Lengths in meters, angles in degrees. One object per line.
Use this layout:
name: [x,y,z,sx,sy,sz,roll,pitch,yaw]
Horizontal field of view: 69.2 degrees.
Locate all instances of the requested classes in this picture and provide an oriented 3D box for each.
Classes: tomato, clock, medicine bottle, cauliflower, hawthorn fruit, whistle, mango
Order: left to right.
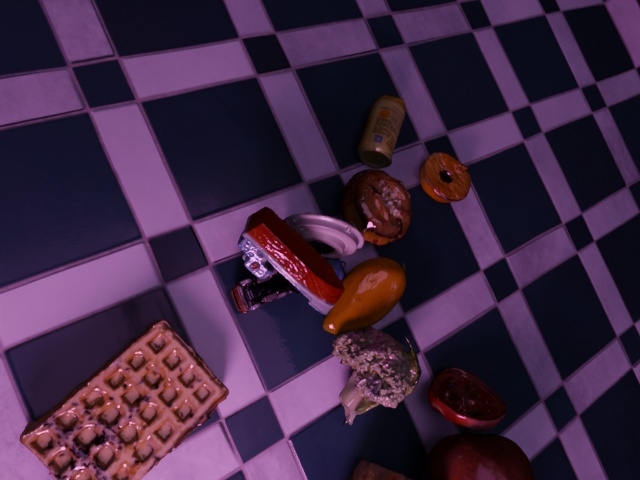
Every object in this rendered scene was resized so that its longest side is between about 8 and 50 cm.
clock: [0.000,0.000,1.272,0.236,0.236,0.053,22,63,-18]
whistle: [0.013,0.100,1.342,0.158,0.090,0.090,-30,91,-25]
mango: [0.134,0.162,1.359,0.317,0.119,0.176,-42,113,-15]
cauliflower: [0.134,0.380,1.269,0.239,0.256,0.315,36,94,-32]
medicine bottle: [0.203,-0.365,1.525,0.124,0.124,0.239,25,67,-17]
tomato: [0.423,0.488,1.386,0.228,0.228,0.101,6,112,-23]
hawthorn fruit: [0.449,0.686,1.270,0.308,0.308,0.324,-14,60,-26]

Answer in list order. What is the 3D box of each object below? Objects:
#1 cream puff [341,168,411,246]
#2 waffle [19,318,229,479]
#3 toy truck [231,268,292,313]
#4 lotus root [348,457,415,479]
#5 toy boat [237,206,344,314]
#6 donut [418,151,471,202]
cream puff: [0.163,-0.094,1.416,0.240,0.164,0.240,15,65,-35]
waffle: [-0.429,0.387,1.053,0.376,0.114,0.261,-41,96,-27]
toy truck: [-0.145,0.130,1.261,0.192,0.092,0.083,-19,86,-35]
lotus root: [0.151,0.750,1.160,0.250,0.250,0.346,26,74,-17]
toy boat: [-0.078,0.074,1.190,0.332,0.133,0.145,44,20,-20]
donut: [0.424,-0.212,1.612,0.190,0.074,0.174,23,70,-13]
